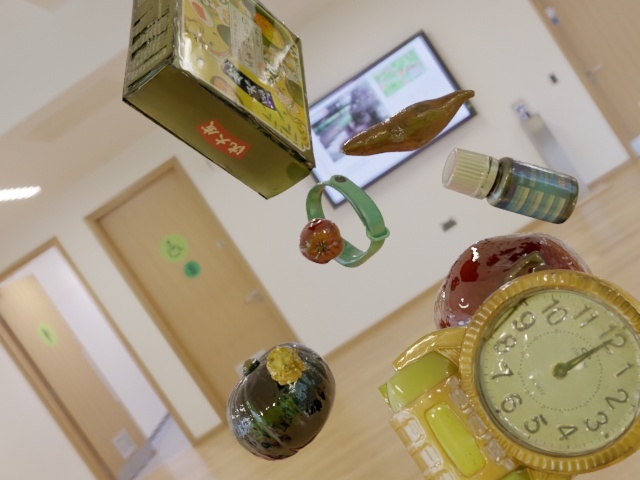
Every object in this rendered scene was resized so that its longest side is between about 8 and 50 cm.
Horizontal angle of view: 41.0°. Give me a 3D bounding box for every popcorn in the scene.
[{"bbox_3d":[-0.070,0.249,1.732,0.082,0.057,0.083,25,62,37],"label":"popcorn"}]

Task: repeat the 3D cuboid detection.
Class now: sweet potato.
[{"bbox_3d":[0.228,-0.281,2.148,0.359,0.112,0.112,-28,4,10],"label":"sweet potato"}]

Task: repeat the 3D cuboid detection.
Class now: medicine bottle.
[{"bbox_3d":[0.293,-0.087,1.332,0.083,0.203,0.083,-166,90,-83],"label":"medicine bottle"}]

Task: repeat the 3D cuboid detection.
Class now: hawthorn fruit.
[{"bbox_3d":[0.330,0.121,1.450,0.295,0.295,0.311,-33,-19,25],"label":"hawthorn fruit"},{"bbox_3d":[0.000,0.000,1.614,0.093,0.093,0.093,-34,3,2],"label":"hawthorn fruit"}]

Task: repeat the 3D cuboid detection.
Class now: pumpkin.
[{"bbox_3d":[-0.106,0.391,2.143,0.315,0.238,0.315,-47,8,8],"label":"pumpkin"}]

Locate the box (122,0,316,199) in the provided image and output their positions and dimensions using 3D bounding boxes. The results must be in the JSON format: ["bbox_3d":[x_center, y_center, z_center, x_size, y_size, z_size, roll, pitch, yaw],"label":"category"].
[{"bbox_3d":[-0.186,-0.338,1.648,0.138,0.373,0.420,-30,45,27],"label":"box"}]

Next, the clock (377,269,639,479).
[{"bbox_3d":[0.252,0.173,1.008,0.317,0.244,0.200,-40,-16,18],"label":"clock"}]

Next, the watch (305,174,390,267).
[{"bbox_3d":[0.061,-0.042,2.017,0.068,0.237,0.195,-18,-47,-39],"label":"watch"}]
